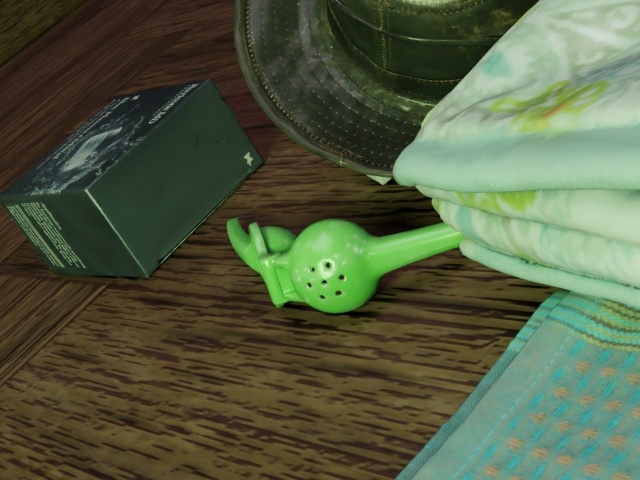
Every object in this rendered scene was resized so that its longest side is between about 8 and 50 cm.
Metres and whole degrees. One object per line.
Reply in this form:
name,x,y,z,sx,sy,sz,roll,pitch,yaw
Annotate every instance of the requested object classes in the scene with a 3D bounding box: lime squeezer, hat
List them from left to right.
lime squeezer,0.000,0.000,0.696,0.310,0.059,0.110,-4,37,48
hat,0.090,-0.200,0.686,0.331,0.134,0.331,-4,63,9

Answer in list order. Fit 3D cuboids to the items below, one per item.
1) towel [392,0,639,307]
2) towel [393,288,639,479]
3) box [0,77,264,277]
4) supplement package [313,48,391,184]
towel,0.221,-0.098,0.427,0.320,0.090,0.374,-41,20,-13
towel,0.116,0.104,0.308,0.271,0.040,0.370,-42,16,-21
box,-0.163,-0.052,0.945,0.158,0.093,0.156,0,39,48
supplement package,0.073,-0.142,0.814,0.179,0.105,0.105,-36,26,-8
